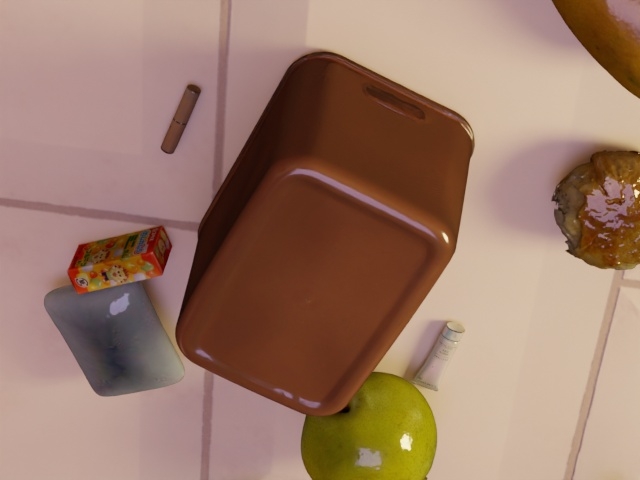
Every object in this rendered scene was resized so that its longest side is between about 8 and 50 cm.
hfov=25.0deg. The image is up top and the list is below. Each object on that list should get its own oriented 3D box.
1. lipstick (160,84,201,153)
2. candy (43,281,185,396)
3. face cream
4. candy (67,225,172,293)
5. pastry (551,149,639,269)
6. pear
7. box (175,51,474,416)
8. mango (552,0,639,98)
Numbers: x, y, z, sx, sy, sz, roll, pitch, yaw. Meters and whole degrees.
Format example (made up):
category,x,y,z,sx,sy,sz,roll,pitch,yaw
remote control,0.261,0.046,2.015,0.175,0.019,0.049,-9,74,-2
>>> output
category,x,y,z,sx,sy,sz,roll,pitch,yaw
lipstick,-0.165,-0.143,1.701,0.019,0.019,0.094,23,124,-9
candy,-0.265,0.124,1.868,0.138,0.071,0.174,-12,122,18
face cream,0.154,0.151,1.862,0.038,0.020,0.115,19,128,-6
candy,-0.251,0.024,1.803,0.122,0.062,0.038,-12,122,17
pastry,0.346,-0.036,1.667,0.153,0.081,0.153,6,124,9
pear,0.072,0.267,1.882,0.180,0.166,0.216,-29,139,10
box,0.000,0.000,1.650,0.239,0.229,0.339,26,124,-10
mango,0.323,-0.253,1.503,0.138,0.113,0.253,-35,107,31
